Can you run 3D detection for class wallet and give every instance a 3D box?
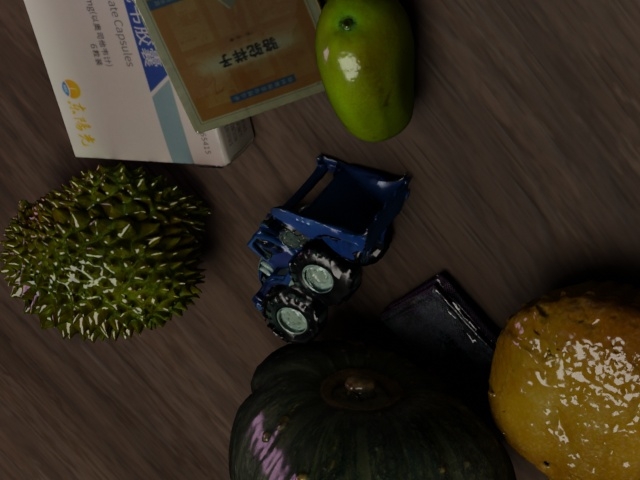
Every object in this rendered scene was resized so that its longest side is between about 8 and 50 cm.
[{"bbox_3d":[0.150,0.116,1.669,0.166,0.030,0.111,47,142,-8],"label":"wallet"}]

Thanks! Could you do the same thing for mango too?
[{"bbox_3d":[0.047,-0.163,1.452,0.089,0.117,0.163,-5,123,18],"label":"mango"}]

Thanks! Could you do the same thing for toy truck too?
[{"bbox_3d":[0.000,0.000,1.611,0.126,0.113,0.208,39,133,1],"label":"toy truck"}]

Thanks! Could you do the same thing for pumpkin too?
[{"bbox_3d":[0.050,0.246,1.638,0.291,0.328,0.257,-1,116,-13],"label":"pumpkin"}]

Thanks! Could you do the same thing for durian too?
[{"bbox_3d":[-0.241,0.022,1.720,0.237,0.200,0.177,-13,73,26],"label":"durian"}]

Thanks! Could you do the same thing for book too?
[{"bbox_3d":[-0.091,-0.231,1.490,0.170,0.018,0.242,-18,120,10],"label":"book"}]

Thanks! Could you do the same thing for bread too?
[{"bbox_3d":[0.284,0.141,1.534,0.240,0.139,0.240,15,130,19],"label":"bread"}]

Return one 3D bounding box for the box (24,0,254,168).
[{"bbox_3d":[-0.203,-0.238,1.575,0.200,0.065,0.343,5,126,26],"label":"box"}]
